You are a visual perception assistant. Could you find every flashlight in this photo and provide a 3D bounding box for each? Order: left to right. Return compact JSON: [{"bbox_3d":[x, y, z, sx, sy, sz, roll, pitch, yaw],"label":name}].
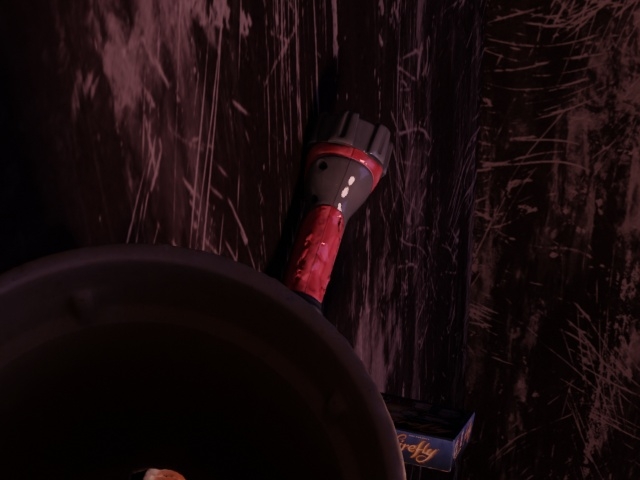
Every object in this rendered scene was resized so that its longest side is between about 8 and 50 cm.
[{"bbox_3d":[0.000,0.000,1.701,0.103,0.103,0.304,40,59,-45],"label":"flashlight"}]

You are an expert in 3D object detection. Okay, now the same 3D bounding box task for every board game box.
[{"bbox_3d":[0.058,0.223,1.804,0.165,0.243,0.042,-21,120,-75],"label":"board game box"}]

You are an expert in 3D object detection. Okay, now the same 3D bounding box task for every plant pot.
[{"bbox_3d":[-0.124,0.213,0.987,0.305,0.334,0.334,100,7,-66],"label":"plant pot"}]

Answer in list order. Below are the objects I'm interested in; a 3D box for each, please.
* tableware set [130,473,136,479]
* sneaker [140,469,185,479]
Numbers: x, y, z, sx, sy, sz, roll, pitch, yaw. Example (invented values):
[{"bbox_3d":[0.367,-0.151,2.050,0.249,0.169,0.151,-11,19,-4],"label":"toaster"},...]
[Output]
[{"bbox_3d":[-0.154,0.145,1.338,0.104,0.024,0.154,-64,160,-48],"label":"tableware set"},{"bbox_3d":[-0.096,0.191,1.278,0.302,0.108,0.121,-47,-166,48],"label":"sneaker"}]
